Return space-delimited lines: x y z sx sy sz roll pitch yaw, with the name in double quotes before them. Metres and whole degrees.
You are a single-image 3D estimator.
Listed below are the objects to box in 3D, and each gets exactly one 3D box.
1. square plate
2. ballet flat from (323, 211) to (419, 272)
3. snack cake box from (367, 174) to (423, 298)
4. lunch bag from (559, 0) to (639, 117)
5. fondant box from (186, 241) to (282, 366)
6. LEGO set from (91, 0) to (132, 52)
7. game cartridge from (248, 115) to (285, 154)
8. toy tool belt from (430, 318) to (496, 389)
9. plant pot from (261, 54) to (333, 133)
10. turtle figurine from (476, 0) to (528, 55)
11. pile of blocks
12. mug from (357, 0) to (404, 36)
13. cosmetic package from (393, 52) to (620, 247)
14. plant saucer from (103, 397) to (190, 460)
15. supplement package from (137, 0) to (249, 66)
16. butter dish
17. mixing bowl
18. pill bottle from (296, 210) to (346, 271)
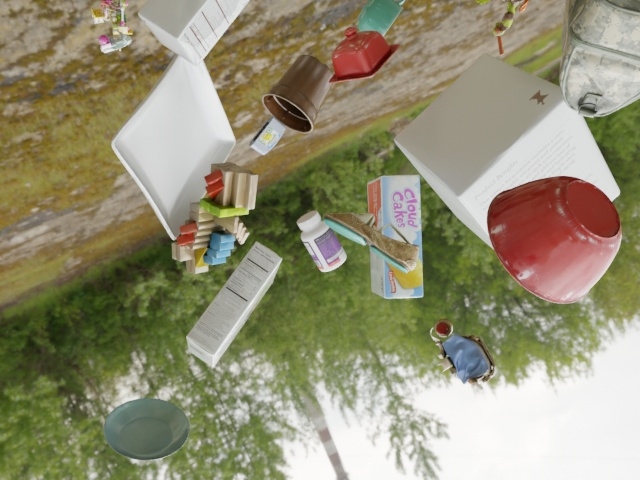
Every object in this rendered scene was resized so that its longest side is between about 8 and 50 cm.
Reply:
"square plate" -0.338 -0.234 1.342 0.049 0.344 0.347 13 -121 20
"ballet flat" 0.105 -0.013 1.120 0.067 0.206 0.073 -56 169 -9
"snack cake box" 0.165 -0.009 1.273 0.089 0.264 0.152 -2 -179 -5
"lunch bag" 0.568 -0.421 1.087 0.256 0.213 0.305 105 3 -61
"fondant box" -0.249 0.189 1.635 0.330 0.096 0.238 -55 177 -23
"LEGO set" -0.539 -0.605 1.366 0.132 0.287 0.107 -33 178 -24
"game cartridge" -0.116 -0.231 1.256 0.083 0.017 0.056 -50 148 8
"toy tool belt" 0.150 0.121 0.611 0.052 0.083 0.051 -45 162 20
"plant pot" -0.052 -0.418 1.594 0.165 0.167 0.167 -58 -171 -13
"turtle figurine" 0.441 -0.583 1.338 0.087 0.269 0.217 23 -158 36
"pile of blocks" -0.268 -0.028 1.355 0.113 0.149 0.362 -11 142 -44
"mug" 0.179 -0.692 1.733 0.157 0.097 0.129 -60 -172 -32
"cosmetic package" 0.472 -0.189 1.446 0.329 0.394 0.327 -43 -142 8
"plant saucer" -0.407 0.450 1.327 0.195 0.037 0.195 13 -156 -6
"supplement package" -0.238 -0.449 1.084 0.179 0.105 0.105 -53 165 -4
"butter dish" 0.096 -0.495 1.467 0.160 0.118 0.160 7 -131 42
"mixing bowl" 0.325 -0.017 0.752 0.181 0.181 0.098 -23 164 -34
"pill bottle" 0.000 0.000 1.918 0.108 0.193 0.108 -26 -161 10
